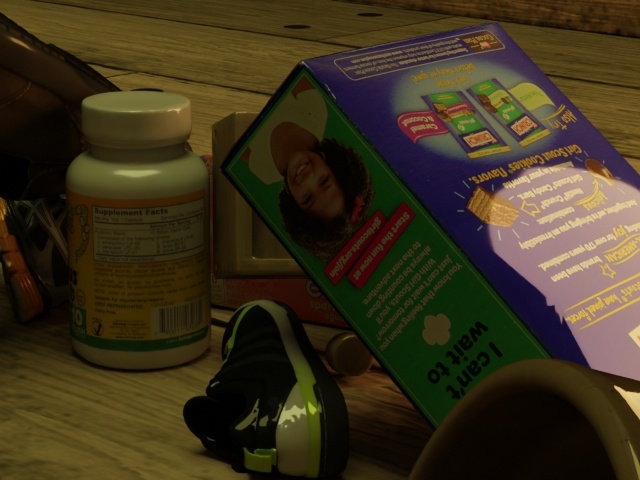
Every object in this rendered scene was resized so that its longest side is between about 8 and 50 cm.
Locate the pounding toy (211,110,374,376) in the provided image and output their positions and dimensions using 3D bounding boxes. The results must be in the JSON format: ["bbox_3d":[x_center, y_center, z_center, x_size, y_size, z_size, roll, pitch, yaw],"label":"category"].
[{"bbox_3d":[0.009,0.006,1.473,0.181,0.206,0.094,0,-4,-17],"label":"pounding toy"}]

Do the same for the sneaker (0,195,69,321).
[{"bbox_3d":[-0.252,-0.013,1.639,0.083,0.084,0.215,-15,47,-11],"label":"sneaker"}]

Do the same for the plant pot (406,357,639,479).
[{"bbox_3d":[0.159,0.197,0.743,0.229,0.263,0.263,15,10,-19],"label":"plant pot"}]

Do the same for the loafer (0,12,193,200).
[{"bbox_3d":[-0.241,-0.098,1.552,0.134,0.130,0.366,36,3,32],"label":"loafer"}]

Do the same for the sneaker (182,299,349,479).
[{"bbox_3d":[-0.054,0.103,1.307,0.097,0.084,0.234,-5,16,-16],"label":"sneaker"}]

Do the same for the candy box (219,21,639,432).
[{"bbox_3d":[0.130,0.005,1.302,0.317,0.122,0.268,49,35,17],"label":"candy box"}]

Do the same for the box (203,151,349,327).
[{"bbox_3d":[0.059,-0.008,1.603,0.300,0.142,0.154,8,18,28],"label":"box"}]

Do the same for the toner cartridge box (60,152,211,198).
[{"bbox_3d":[-0.101,-0.026,1.794,0.165,0.075,0.348,12,20,35],"label":"toner cartridge box"}]

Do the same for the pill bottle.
[{"bbox_3d":[-0.147,-0.011,1.484,0.117,0.208,0.117,0,16,0],"label":"pill bottle"}]
